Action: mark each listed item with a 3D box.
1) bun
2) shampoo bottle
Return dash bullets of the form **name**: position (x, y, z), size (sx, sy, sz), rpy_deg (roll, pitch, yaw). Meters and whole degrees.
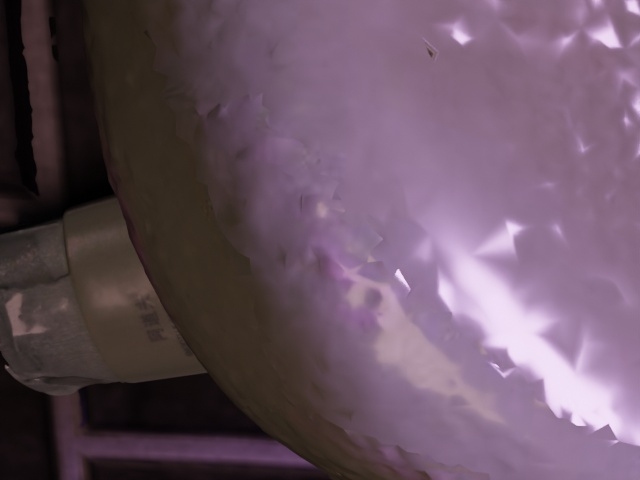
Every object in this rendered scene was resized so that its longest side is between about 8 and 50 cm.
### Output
- **bun**: position (0.064, -0.052, 0.488), size (0.293, 0.293, 0.187), rpy_deg (37, 158, -14)
- **shampoo bottle**: position (0.000, 0.000, 0.616), size (0.212, 0.049, 0.072), rpy_deg (-11, 122, 11)
